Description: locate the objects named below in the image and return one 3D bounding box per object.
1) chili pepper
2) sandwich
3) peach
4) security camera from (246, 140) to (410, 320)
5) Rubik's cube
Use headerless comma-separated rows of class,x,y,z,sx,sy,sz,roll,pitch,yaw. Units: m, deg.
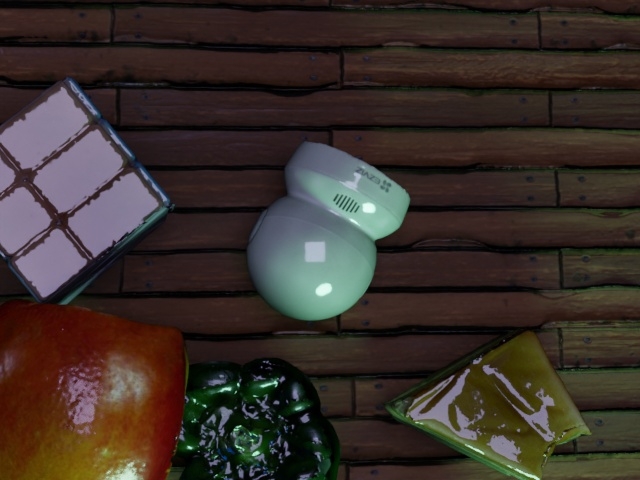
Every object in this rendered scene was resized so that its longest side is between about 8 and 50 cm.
chili pepper,-0.094,0.284,1.764,0.233,0.257,0.249,-7,81,-4
sandwich,0.238,0.264,1.862,0.227,0.155,0.198,-28,86,-11
peach,-0.342,0.234,1.658,0.242,0.306,0.380,20,102,-45
security camera,0.000,0.000,1.855,0.194,0.194,0.236,26,82,-4
Rubik's cube,-0.358,-0.055,1.788,0.221,0.231,0.225,-40,91,-11
